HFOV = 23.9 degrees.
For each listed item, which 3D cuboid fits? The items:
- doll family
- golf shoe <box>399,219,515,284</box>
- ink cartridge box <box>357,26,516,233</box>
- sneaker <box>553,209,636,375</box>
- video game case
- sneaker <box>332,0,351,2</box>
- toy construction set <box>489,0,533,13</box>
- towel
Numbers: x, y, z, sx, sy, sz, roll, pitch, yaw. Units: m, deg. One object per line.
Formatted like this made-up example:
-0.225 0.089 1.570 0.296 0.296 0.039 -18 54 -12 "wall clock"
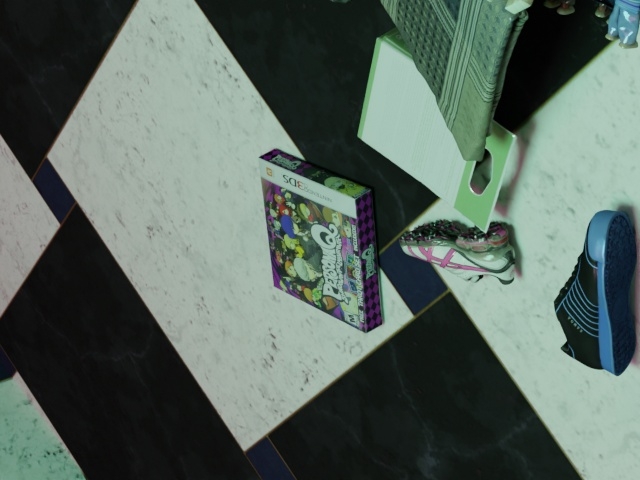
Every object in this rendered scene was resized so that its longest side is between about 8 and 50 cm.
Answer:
0.299 -0.290 1.631 0.193 0.076 0.111 32 132 27 "doll family"
0.178 0.021 2.002 0.186 0.067 0.086 6 120 49 "golf shoe"
0.156 -0.143 1.924 0.235 0.056 0.171 37 140 25 "ink cartridge box"
0.327 0.060 1.831 0.090 0.081 0.232 18 129 35 "sneaker"
0.000 0.000 2.232 0.210 0.042 0.232 26 133 41 "video game case"
0.025 -0.381 1.923 0.077 0.072 0.178 26 142 23 "sneaker"
0.319 -0.271 1.448 0.215 0.328 0.151 -43 40 51 "toy construction set"
0.143 -0.288 1.716 0.324 0.056 0.312 97 150 -65 "towel"
